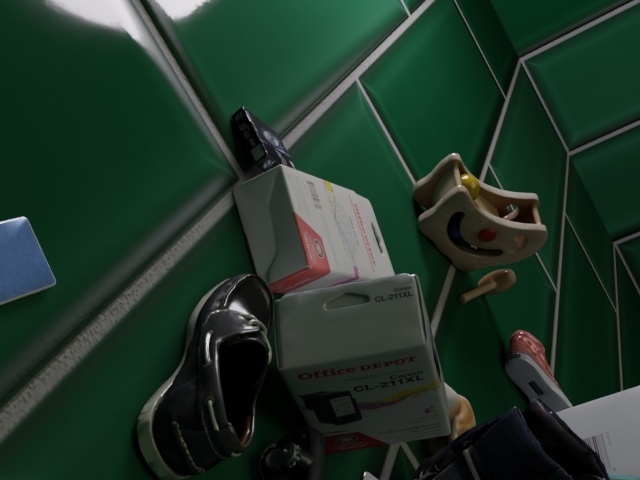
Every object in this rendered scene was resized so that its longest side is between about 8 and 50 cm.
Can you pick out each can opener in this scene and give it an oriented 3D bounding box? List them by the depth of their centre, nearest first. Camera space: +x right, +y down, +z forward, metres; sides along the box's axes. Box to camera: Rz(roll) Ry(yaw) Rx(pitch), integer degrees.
[{"bbox_3d":[-0.022,0.230,0.733,0.073,0.059,0.186,51,28,-30],"label":"can opener"}]

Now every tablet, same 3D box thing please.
[{"bbox_3d":[-0.213,0.015,0.613,0.054,0.006,0.083,65,25,0],"label":"tablet"}]

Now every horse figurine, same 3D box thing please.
[{"bbox_3d":[0.128,0.201,1.058,0.263,0.066,0.174,55,32,-15],"label":"horse figurine"}]

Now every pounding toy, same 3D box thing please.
[{"bbox_3d":[0.261,-0.001,1.404,0.269,0.154,0.155,40,34,-42],"label":"pounding toy"}]

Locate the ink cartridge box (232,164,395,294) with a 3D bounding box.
[{"bbox_3d":[0.000,0.000,0.984,0.198,0.067,0.115,15,54,-58],"label":"ink cartridge box"}]

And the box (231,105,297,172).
[{"bbox_3d":[-0.058,-0.098,0.991,0.067,0.018,0.083,34,22,-48],"label":"box"}]

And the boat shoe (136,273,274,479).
[{"bbox_3d":[-0.068,0.098,0.745,0.084,0.079,0.233,55,25,-18],"label":"boat shoe"}]

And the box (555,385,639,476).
[{"bbox_3d":[0.457,0.382,1.371,0.345,0.215,0.168,40,35,-42],"label":"box"}]

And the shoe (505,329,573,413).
[{"bbox_3d":[0.362,0.229,1.501,0.178,0.063,0.081,51,33,-19],"label":"shoe"}]

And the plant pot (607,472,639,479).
[{"bbox_3d":[0.400,0.457,0.995,0.341,0.341,0.334,11,86,-61],"label":"plant pot"}]

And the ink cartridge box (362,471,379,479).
[{"bbox_3d":[0.102,0.390,0.829,0.261,0.066,0.296,36,29,-4],"label":"ink cartridge box"}]

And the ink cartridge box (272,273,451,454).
[{"bbox_3d":[0.040,0.115,0.819,0.175,0.127,0.072,69,13,-52],"label":"ink cartridge box"}]

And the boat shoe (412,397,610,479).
[{"bbox_3d":[0.234,0.310,0.858,0.127,0.158,0.340,-7,53,-50],"label":"boat shoe"}]
